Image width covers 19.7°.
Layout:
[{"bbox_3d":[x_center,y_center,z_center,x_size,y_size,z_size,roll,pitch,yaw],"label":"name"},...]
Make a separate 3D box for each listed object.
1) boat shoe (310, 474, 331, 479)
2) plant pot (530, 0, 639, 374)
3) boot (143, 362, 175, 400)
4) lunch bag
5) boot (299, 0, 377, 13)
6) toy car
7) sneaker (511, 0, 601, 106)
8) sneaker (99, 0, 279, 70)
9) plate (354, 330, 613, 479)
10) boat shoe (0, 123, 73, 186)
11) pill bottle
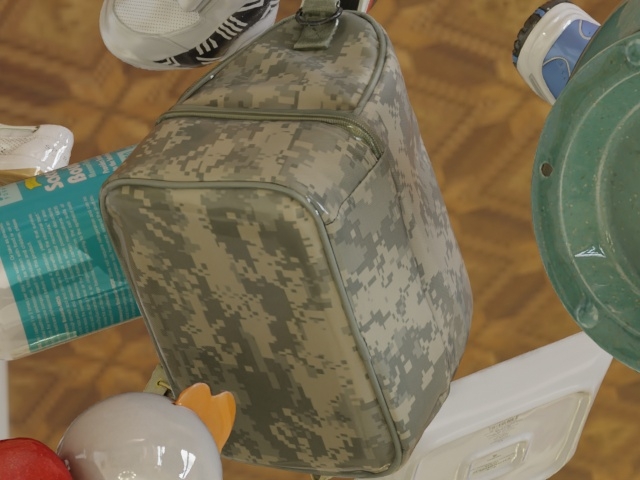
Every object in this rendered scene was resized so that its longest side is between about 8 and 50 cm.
[{"bbox_3d":[0.000,0.155,1.645,0.048,0.056,0.153,-37,139,-24],"label":"boat shoe"},{"bbox_3d":[0.229,-0.027,0.935,0.196,0.293,0.293,-12,152,-48],"label":"plant pot"},{"bbox_3d":[-0.144,0.162,1.564,0.077,0.165,0.213,29,114,18],"label":"boot"},{"bbox_3d":[0.000,0.000,1.427,0.213,0.256,0.305,4,130,32],"label":"lunch bag"},{"bbox_3d":[0.054,-0.332,1.952,0.088,0.176,0.244,25,115,3],"label":"boot"},{"bbox_3d":[-0.142,0.188,1.219,0.238,0.219,0.210,-30,136,-26],"label":"toy car"},{"bbox_3d":[0.210,-0.086,1.276,0.080,0.081,0.211,-54,138,4],"label":"sneaker"},{"bbox_3d":[-0.081,-0.270,1.484,0.366,0.137,0.210,-26,151,29],"label":"sneaker"},{"bbox_3d":[0.164,0.207,1.845,0.277,0.045,0.278,-19,150,-16],"label":"plate"},{"bbox_3d":[-0.382,-0.095,2.044,0.277,0.096,0.098,6,151,32],"label":"boat shoe"},{"bbox_3d":[-0.223,0.014,1.578,0.264,0.146,0.146,-18,142,-12],"label":"pill bottle"}]
